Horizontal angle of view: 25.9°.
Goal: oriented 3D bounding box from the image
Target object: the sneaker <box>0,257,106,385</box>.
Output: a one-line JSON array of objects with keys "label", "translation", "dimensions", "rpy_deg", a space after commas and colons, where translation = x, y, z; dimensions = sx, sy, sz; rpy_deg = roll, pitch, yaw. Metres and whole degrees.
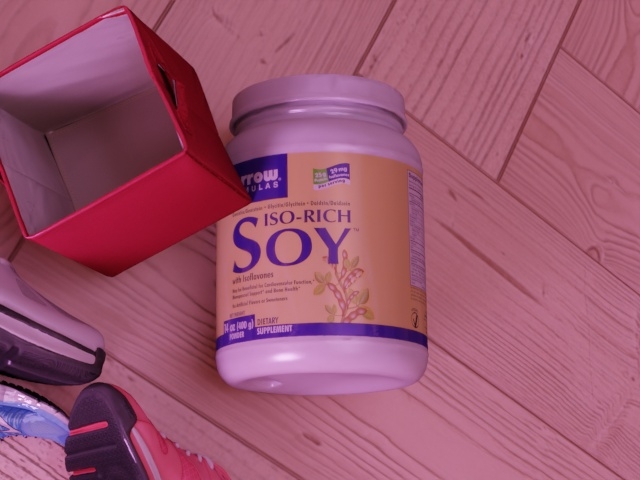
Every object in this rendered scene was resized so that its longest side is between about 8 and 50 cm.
[{"label": "sneaker", "translation": [-0.382, -0.042, 1.423], "dimensions": [0.447, 0.169, 0.258], "rpy_deg": [30, 67, -17]}]

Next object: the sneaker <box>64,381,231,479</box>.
[{"label": "sneaker", "translation": [-0.165, 0.269, 1.508], "dimensions": [0.136, 0.116, 0.314], "rpy_deg": [-47, 119, -46]}]

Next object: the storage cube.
[{"label": "storage cube", "translation": [-0.215, -0.097, 1.458], "dimensions": [0.215, 0.193, 0.184], "rpy_deg": [-28, 70, 10]}]

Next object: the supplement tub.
[{"label": "supplement tub", "translation": [0.000, 0.000, 1.589], "dimensions": [0.241, 0.241, 0.331], "rpy_deg": [6, 75, -28]}]

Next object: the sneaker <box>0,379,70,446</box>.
[{"label": "sneaker", "translation": [-0.334, 0.189, 1.470], "dimensions": [0.162, 0.063, 0.073], "rpy_deg": [24, 86, -19]}]
